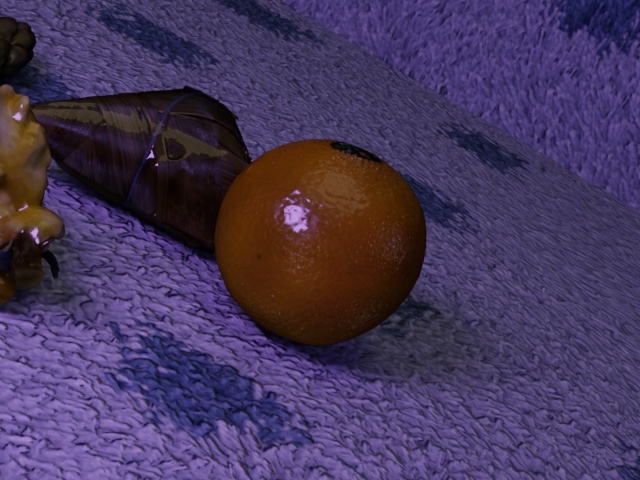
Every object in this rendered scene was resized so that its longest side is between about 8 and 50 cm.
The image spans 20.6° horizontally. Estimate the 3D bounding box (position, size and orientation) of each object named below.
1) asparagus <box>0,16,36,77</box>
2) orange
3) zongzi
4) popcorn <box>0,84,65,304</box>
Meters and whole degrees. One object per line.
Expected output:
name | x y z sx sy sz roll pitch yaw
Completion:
asparagus | -0.392 -0.225 2.108 0.080 0.080 0.287 29 17 1
orange | 0.000 0.000 1.846 0.236 0.236 0.236 25 18 -9
zongzi | -0.225 -0.126 1.992 0.300 0.138 0.286 20 17 -18
popcorn | -0.310 -0.051 1.614 0.195 0.168 0.173 39 -19 1
